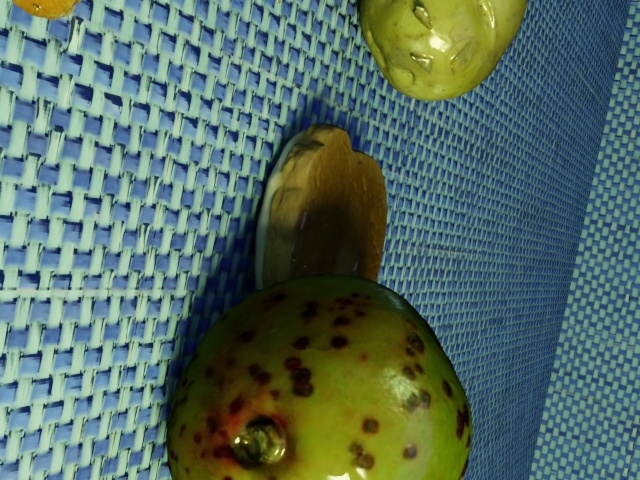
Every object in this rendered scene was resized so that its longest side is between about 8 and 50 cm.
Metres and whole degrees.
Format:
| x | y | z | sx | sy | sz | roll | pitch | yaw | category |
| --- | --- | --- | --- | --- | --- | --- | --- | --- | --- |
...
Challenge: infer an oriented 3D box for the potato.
| x | y | z | sx | sy | sz | roll | pitch | yaw | category |
| --- | --- | --- | --- | --- | --- | --- | --- | --- | --- |
| 0.113 | -0.238 | 0.929 | 0.169 | 0.143 | 0.248 | -35 | -144 | 64 | potato |

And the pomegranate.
| x | y | z | sx | sy | sz | roll | pitch | yaw | category |
| --- | --- | --- | --- | --- | --- | --- | --- | --- | --- |
| 0.000 | 0.130 | 0.777 | 0.286 | 0.231 | 0.230 | -81 | 179 | -80 | pomegranate |

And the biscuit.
| x | y | z | sx | sy | sz | roll | pitch | yaw | category |
| --- | --- | --- | --- | --- | --- | --- | --- | --- | --- |
| 0.000 | 0.000 | 0.893 | 0.208 | 0.049 | 0.181 | 23 | 80 | -67 | biscuit |

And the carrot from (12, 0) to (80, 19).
| x | y | z | sx | sy | sz | roll | pitch | yaw | category |
| --- | --- | --- | --- | --- | --- | --- | --- | --- | --- |
| -0.109 | -0.163 | 0.547 | 0.139 | 0.048 | 0.048 | -53 | 147 | -48 | carrot |

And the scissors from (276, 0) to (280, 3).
| x | y | z | sx | sy | sz | roll | pitch | yaw | category |
| --- | --- | --- | --- | --- | --- | --- | --- | --- | --- |
| -0.026 | -0.218 | 0.771 | 0.036 | 0.006 | 0.083 | -20 | 120 | -66 | scissors |
